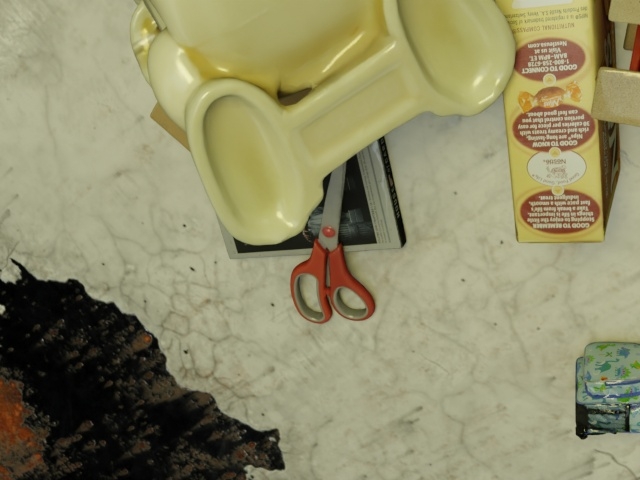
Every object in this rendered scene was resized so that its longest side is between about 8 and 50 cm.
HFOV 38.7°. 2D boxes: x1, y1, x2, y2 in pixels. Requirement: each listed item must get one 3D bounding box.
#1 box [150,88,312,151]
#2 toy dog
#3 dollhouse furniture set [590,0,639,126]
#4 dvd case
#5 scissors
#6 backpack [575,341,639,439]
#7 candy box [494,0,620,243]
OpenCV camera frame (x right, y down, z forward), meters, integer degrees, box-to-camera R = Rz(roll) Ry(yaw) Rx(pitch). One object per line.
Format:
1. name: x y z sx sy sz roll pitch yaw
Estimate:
1. box: -0.092 -0.172 1.058 0.164 0.021 0.201 41 118 7
2. toy dog: -0.091 -0.251 0.830 0.284 0.408 0.395 -41 129 5
3. dollhouse furniture set: 0.281 -0.235 0.752 0.135 0.262 0.259 13 118 19
4. dvd case: -0.027 -0.067 1.105 0.239 0.029 0.179 -5 113 24
5. scissors: 0.000 0.000 1.087 0.109 0.021 0.297 6 136 18
6. backpack: 0.346 0.167 1.026 0.114 0.105 0.084 0 117 17
7. candy box: 0.225 -0.176 0.850 0.088 0.183 0.316 1 116 23
